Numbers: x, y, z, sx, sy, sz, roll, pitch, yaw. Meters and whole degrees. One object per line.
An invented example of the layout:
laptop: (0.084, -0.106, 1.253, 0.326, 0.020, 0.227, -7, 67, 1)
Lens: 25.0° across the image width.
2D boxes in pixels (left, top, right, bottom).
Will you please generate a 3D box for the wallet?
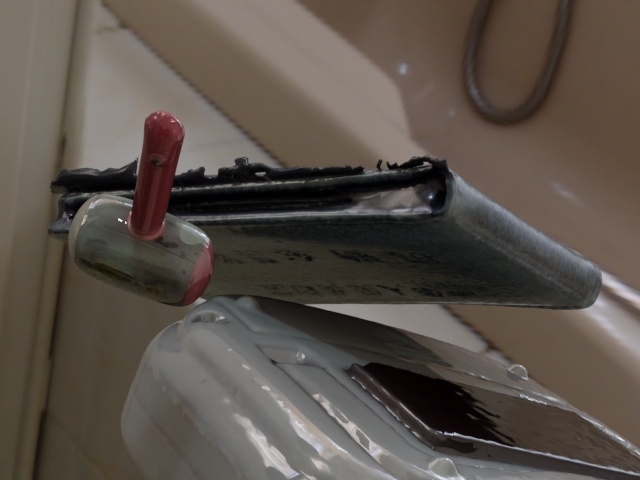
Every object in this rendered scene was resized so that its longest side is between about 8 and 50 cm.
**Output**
wallet: (0.000, 0.002, 0.674, 0.222, 0.036, 0.167, 1, -15, 32)

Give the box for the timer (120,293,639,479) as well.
timer: (0.058, 0.106, 0.612, 0.262, 0.087, 0.237, 16, 10, -34)

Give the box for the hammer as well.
hammer: (-0.057, -0.013, 0.490, 0.052, 0.083, 0.031, 19, 47, -1)
